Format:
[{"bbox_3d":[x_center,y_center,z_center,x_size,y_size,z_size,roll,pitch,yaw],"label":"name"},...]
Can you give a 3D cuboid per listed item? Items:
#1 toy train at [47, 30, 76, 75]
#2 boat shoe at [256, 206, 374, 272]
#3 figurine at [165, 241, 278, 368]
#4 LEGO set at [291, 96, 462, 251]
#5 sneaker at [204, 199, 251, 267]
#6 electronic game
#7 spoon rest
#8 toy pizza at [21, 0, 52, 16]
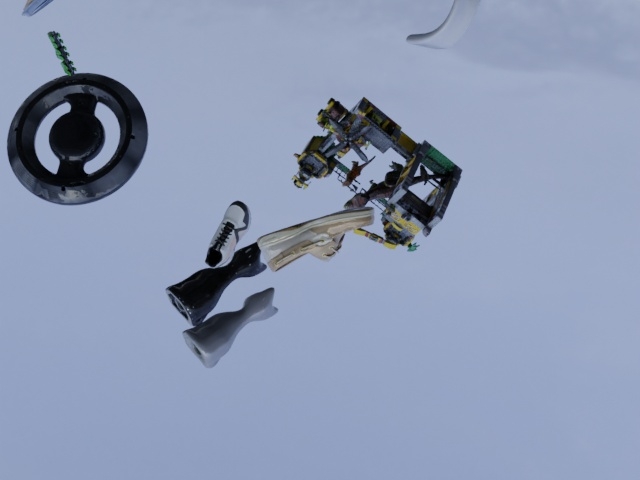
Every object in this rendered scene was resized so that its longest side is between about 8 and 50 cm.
[{"bbox_3d":[-0.403,-0.292,1.870,0.017,0.083,0.024,-41,-134,-22],"label":"toy train"},{"bbox_3d":[0.000,0.000,1.557,0.170,0.059,0.063,-17,180,28],"label":"boat shoe"},{"bbox_3d":[-0.182,0.125,2.414,0.209,0.215,0.092,-34,-133,-20],"label":"figurine"},{"bbox_3d":[0.095,-0.096,2.248,0.331,0.255,0.192,44,-139,-14],"label":"LEGO set"},{"bbox_3d":[-0.131,-0.005,1.692,0.040,0.109,0.044,27,-158,11],"label":"sneaker"},{"bbox_3d":[-0.388,-0.163,1.917,0.229,0.048,0.229,-2,-110,4],"label":"electronic game"},{"bbox_3d":[0.184,-0.384,1.559,0.137,0.276,0.084,4,-168,-36],"label":"spoon rest"},{"bbox_3d":[-0.311,-0.359,1.541,0.201,0.032,0.201,-37,-166,11],"label":"toy pizza"}]
